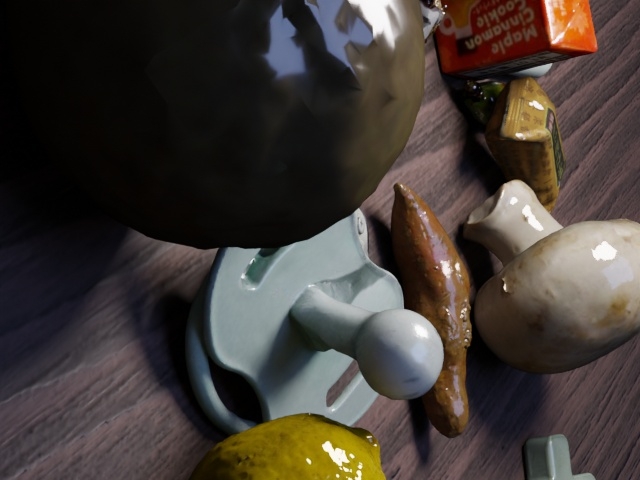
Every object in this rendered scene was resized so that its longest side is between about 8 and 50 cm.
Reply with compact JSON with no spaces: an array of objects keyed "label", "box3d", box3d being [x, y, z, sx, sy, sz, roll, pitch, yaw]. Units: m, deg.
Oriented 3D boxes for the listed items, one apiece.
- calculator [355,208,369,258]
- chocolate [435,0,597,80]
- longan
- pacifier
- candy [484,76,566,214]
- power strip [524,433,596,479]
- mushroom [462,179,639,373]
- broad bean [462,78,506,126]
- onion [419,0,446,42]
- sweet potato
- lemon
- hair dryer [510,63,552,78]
[{"label":"calculator","box3d":[0.000,0.000,1.803,0.268,0.040,0.177,32,55,-52]},{"label":"chocolate","box3d":[0.272,-0.367,2.169,0.108,0.237,0.235,-15,95,-48]},{"label":"longan","box3d":[-0.102,-0.195,1.398,0.404,0.404,0.436,35,27,-49]},{"label":"pacifier","box3d":[0.012,0.109,1.584,0.288,0.269,0.343,-51,131,-18]},{"label":"candy","box3d":[0.328,-0.132,2.260,0.271,0.101,0.143,61,37,-50]},{"label":"power strip","box3d":[0.359,0.398,2.252,0.265,0.059,0.193,5,77,-57]},{"label":"mushroom","box3d":[0.351,0.040,2.155,0.297,0.297,0.290,-5,63,-59]},{"label":"broad bean","box3d":[0.305,-0.191,2.325,0.339,0.061,0.077,33,77,-49]},{"label":"onion","box3d":[0.009,-0.289,1.780,0.273,0.285,0.273,-172,-90,-87]},{"label":"sweet potato","box3d":[0.158,0.089,1.981,0.106,0.095,0.354,-20,100,-63]},{"label":"lemon","box3d":[-0.039,0.284,1.494,0.260,0.204,0.204,-35,114,-25]},{"label":"hair dryer","box3d":[0.310,-0.386,2.392,0.131,0.073,0.236,-2,81,-57]}]
